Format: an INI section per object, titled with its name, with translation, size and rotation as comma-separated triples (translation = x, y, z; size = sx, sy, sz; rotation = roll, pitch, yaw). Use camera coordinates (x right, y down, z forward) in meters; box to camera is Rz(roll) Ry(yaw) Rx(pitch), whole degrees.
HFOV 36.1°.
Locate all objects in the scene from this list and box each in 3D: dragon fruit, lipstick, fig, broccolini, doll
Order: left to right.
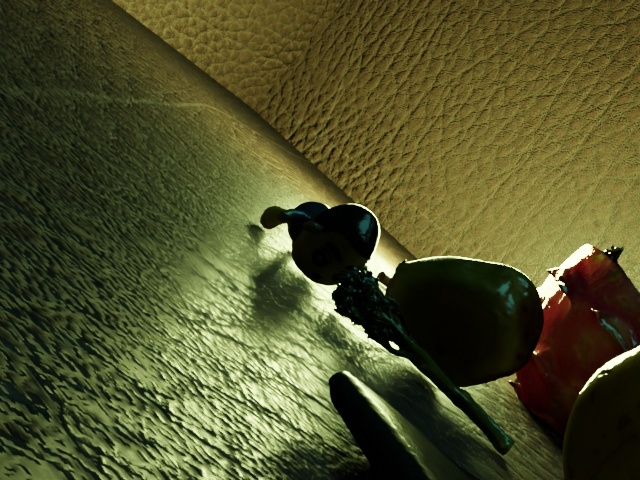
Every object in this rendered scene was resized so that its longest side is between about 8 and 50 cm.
[doll]
translation = 0.000, 0.000, 1.014
size = 0.102, 0.089, 0.179
rotation = 39, -18, -24
[lipstick]
translation = 0.121, 0.076, 1.533
size = 0.094, 0.019, 0.019
rotation = 37, 7, -40
[broccolini]
translation = 0.099, 0.122, 0.949
size = 0.239, 0.051, 0.054
rotation = 47, 29, -6
[fig]
translation = 0.146, 0.082, 1.022
size = 0.166, 0.144, 0.154
rotation = 21, 24, -7
[dragon fruit]
translation = 0.429, 0.206, 1.511
size = 0.371, 0.249, 0.386
rotation = 56, 5, -17

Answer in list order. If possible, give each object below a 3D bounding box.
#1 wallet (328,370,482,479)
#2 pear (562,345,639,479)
[wallet]
translation = 0.107, 0.185, 0.465
size = 0.170, 0.044, 0.321
rotation = 39, 3, -30
[pear]
translation = 0.346, 0.195, 0.825
size = 0.281, 0.280, 0.281
rotation = 41, 5, -5
